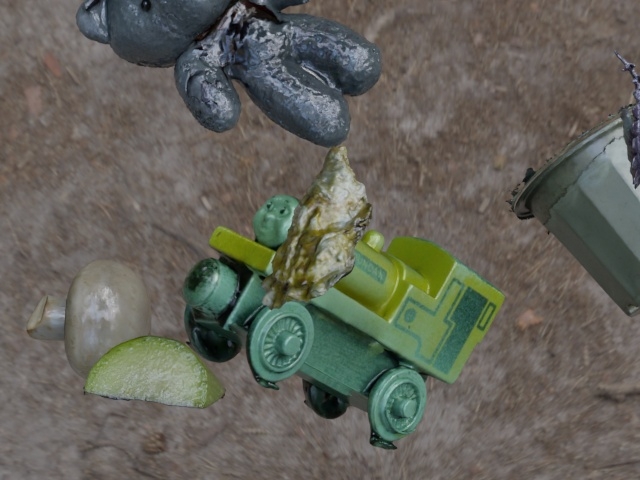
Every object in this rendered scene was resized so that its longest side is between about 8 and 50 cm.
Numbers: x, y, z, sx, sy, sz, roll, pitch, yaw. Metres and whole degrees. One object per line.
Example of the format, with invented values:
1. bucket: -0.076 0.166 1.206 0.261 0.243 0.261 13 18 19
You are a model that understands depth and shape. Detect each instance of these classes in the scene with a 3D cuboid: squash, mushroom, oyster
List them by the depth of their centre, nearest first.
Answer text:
1. oyster: 0.000 0.000 0.978 0.146 0.045 0.121 -42 45 -3
2. squash: -0.224 0.172 1.634 0.192 0.184 0.085 7 99 9
3. mushroom: -0.379 0.133 1.879 0.204 0.204 0.204 -1 75 3

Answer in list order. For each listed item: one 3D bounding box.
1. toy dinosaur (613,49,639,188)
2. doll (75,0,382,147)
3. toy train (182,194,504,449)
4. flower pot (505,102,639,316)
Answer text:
1. toy dinosaur: 0.381 -0.129 1.368 0.039 0.082 0.209 -11 110 17
2. doll: -0.093 -0.248 1.297 0.340 0.158 0.246 32 75 13
3. toy train: 0.019 0.070 1.240 0.150 0.369 0.237 23 83 48
4. flower pot: 0.469 -0.032 1.757 0.290 0.290 0.259 -32 75 -5
